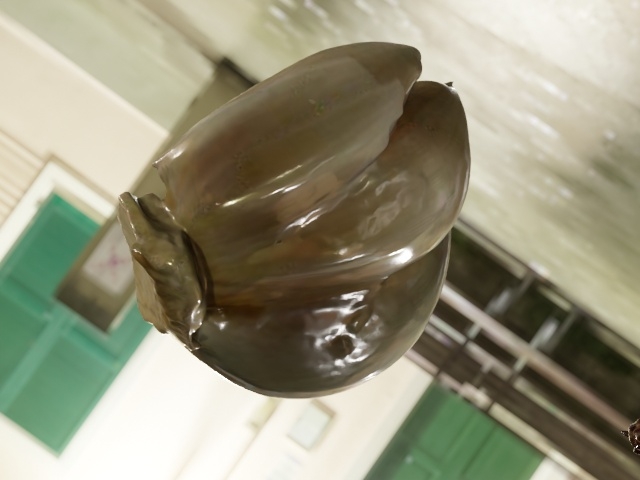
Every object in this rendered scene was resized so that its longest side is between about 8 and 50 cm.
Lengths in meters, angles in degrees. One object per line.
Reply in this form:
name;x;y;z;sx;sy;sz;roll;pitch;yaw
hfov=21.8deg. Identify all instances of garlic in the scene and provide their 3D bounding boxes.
garlic;-0.001;-0.001;1.276;0.132;0.325;0.279;46;149;42

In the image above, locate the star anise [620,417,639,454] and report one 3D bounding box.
star anise;0.262;0.190;1.248;0.158;0.144;0.140;27;168;-34
